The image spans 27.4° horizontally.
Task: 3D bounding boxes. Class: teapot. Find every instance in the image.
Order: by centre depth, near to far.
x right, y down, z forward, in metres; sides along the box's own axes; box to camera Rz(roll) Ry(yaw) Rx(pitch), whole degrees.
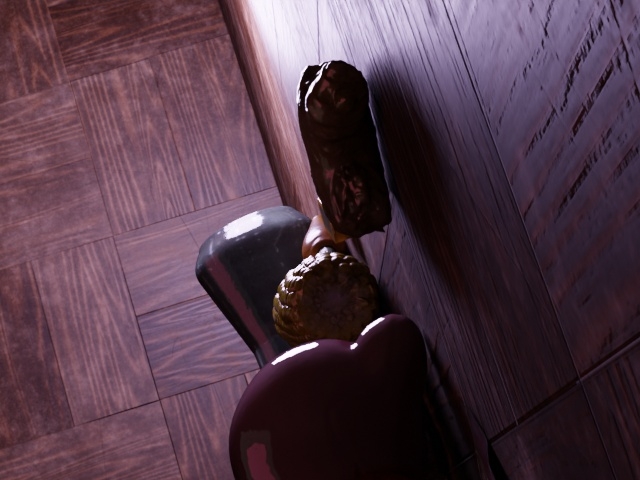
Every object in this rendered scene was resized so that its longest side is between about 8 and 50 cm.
[{"bbox_3d":[-0.066,0.132,2.536,0.300,0.253,0.344,3,-120,-58],"label":"teapot"}]

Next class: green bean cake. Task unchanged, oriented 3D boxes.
[{"bbox_3d":[0.112,0.258,1.565,0.136,0.056,0.135,-113,5,-59],"label":"green bean cake"}]

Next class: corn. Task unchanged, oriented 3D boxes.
[{"bbox_3d":[0.005,0.090,1.759,0.387,0.144,0.144,112,141,-86],"label":"corn"}]

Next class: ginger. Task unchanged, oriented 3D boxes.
[{"bbox_3d":[0.016,-0.099,1.222,0.137,0.074,0.213,56,170,45],"label":"ginger"}]

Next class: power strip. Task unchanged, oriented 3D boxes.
[{"bbox_3d":[0.018,-0.035,1.866,0.178,0.028,0.049,-124,17,-77],"label":"power strip"}]

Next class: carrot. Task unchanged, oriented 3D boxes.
[{"bbox_3d":[0.000,0.000,2.067,0.336,0.069,0.069,-109,3,-80],"label":"carrot"}]

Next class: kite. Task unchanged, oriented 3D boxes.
[{"bbox_3d":[0.170,0.278,1.060,0.360,0.022,0.204,-105,-1,-73],"label":"kite"}]

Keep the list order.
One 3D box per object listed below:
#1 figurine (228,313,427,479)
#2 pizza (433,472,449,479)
[{"bbox_3d":[0.012,0.227,1.365,0.270,0.211,0.261,99,165,-67],"label":"figurine"},{"bbox_3d":[0.150,0.316,1.379,0.131,0.041,0.178,83,170,-62],"label":"pizza"}]
